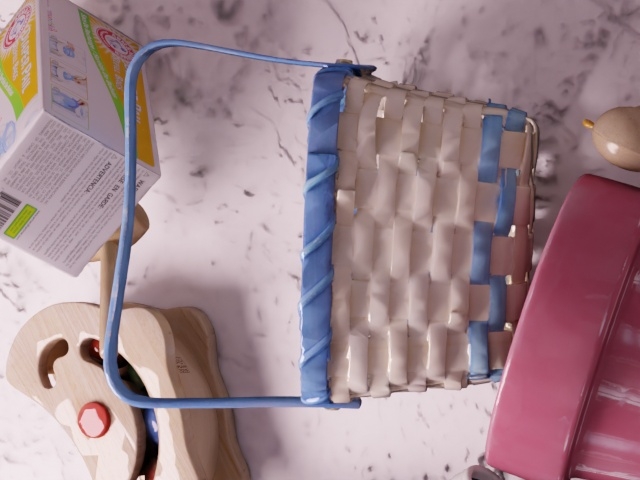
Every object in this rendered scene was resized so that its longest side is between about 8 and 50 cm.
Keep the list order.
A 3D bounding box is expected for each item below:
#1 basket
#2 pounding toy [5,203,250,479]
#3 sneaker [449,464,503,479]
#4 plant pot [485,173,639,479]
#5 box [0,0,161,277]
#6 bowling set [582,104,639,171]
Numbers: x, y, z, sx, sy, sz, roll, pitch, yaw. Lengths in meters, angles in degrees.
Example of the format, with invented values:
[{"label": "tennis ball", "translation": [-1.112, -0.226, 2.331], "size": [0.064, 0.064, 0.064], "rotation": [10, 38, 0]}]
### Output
[{"label": "basket", "translation": [0.000, 0.000, 1.204], "size": [0.289, 0.201, 0.254], "rotation": [6, 93, 3]}, {"label": "pounding toy", "translation": [-0.174, 0.117, 1.352], "size": [0.154, 0.155, 0.269], "rotation": [-20, 79, 26]}, {"label": "sneaker", "translation": [0.039, 0.213, 1.199], "size": [0.323, 0.130, 0.236], "rotation": [28, 125, 15]}, {"label": "plant pot", "translation": [0.220, 0.077, 1.104], "size": [0.180, 0.201, 0.201], "rotation": [18, 100, 14]}, {"label": "box", "translation": [-0.201, -0.088, 1.341], "size": [0.114, 0.103, 0.203], "rotation": [-48, 29, 21]}, {"label": "bowling set", "translation": [0.316, -0.065, 1.056], "size": [0.287, 0.154, 0.200], "rotation": [34, 107, 26]}]
